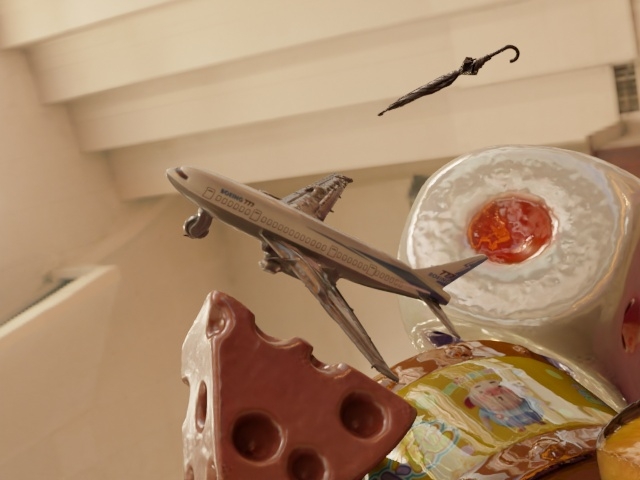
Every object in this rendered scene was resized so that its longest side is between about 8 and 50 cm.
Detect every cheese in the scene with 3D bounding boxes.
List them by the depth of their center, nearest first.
[{"bbox_3d":[-0.020,0.161,0.938,0.177,0.128,0.203,6,-124,-18],"label":"cheese"}]

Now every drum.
[{"bbox_3d":[0.165,0.325,1.111,0.431,0.214,0.431,-14,-59,-25],"label":"drum"}]

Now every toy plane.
[{"bbox_3d":[0.000,0.003,0.729,0.226,0.058,0.226,16,-148,-17],"label":"toy plane"}]

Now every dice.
[{"bbox_3d":[0.293,0.062,1.450,0.304,0.304,0.277,51,-125,-48],"label":"dice"}]

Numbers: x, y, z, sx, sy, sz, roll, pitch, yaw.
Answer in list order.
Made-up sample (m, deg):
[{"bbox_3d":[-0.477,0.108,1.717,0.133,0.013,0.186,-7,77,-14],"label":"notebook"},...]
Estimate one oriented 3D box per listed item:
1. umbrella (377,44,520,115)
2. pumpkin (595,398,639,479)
[{"bbox_3d":[0.115,-0.151,1.033,0.022,0.149,0.022,57,-155,-29],"label":"umbrella"},{"bbox_3d":[0.371,0.211,0.808,0.256,0.303,0.225,-15,-79,-36],"label":"pumpkin"}]
